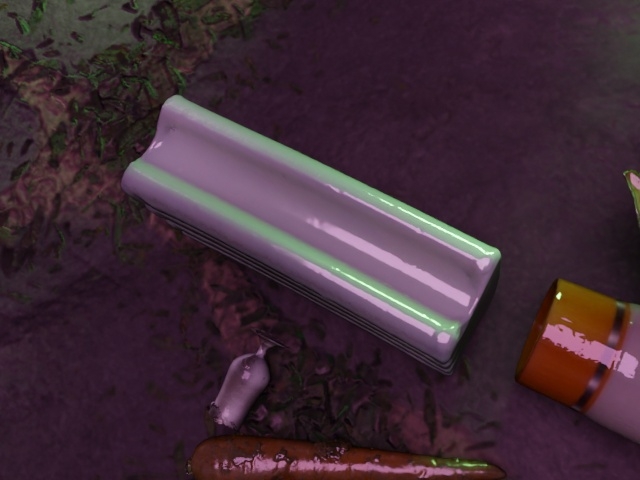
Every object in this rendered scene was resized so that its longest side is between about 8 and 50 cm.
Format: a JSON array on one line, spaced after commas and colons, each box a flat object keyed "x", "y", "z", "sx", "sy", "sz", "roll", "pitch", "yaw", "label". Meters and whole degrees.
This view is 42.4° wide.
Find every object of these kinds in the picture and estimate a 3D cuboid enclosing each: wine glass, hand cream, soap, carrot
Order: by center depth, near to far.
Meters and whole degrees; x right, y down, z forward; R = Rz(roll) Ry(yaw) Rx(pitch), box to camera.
[{"x": 0.298, "y": 0.131, "z": 0.588, "sx": 0.314, "sy": 0.089, "sz": 0.139, "roll": 21, "pitch": 69, "yaw": 7, "label": "hand cream"}, {"x": 0.000, "y": 0.000, "z": 0.633, "sx": 0.265, "sy": 0.160, "sz": 0.087, "roll": 27, "pitch": 82, "yaw": 16, "label": "soap"}, {"x": 0.016, "y": 0.178, "z": 0.649, "sx": 0.255, "sy": 0.049, "sz": 0.049, "roll": 0, "pitch": 77, "yaw": 8, "label": "carrot"}, {"x": -0.060, "y": 0.114, "z": 0.679, "sx": 0.042, "sy": 0.039, "sz": 0.083, "roll": 26, "pitch": 85, "yaw": 37, "label": "wine glass"}]

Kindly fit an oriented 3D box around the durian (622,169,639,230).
[{"x": 0.388, "y": 0.049, "z": 0.519, "sx": 0.198, "sy": 0.163, "sz": 0.394, "roll": -36, "pitch": 77, "yaw": -27, "label": "durian"}]
